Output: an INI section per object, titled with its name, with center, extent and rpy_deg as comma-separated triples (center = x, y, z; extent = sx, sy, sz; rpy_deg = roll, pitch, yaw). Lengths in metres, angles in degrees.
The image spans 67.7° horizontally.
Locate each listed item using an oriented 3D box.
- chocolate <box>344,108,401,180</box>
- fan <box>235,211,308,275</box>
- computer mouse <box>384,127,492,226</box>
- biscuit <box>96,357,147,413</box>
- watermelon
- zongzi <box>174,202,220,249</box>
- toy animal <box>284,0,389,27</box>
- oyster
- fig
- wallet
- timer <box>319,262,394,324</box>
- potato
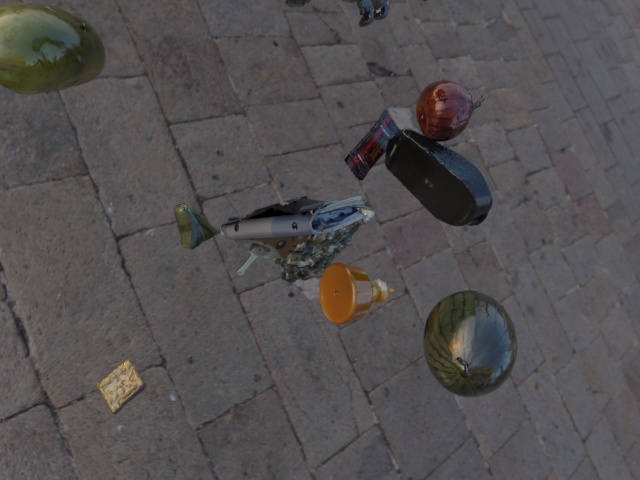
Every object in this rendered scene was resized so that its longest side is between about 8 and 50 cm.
[chocolate]
center = 0.130, -0.236, 1.183
extent = 0.182, 0.028, 0.086
rpy_deg = -52, 122, -10
[fan]
center = -0.139, 0.019, 1.080
extent = 0.152, 0.226, 0.008
rpy_deg = 21, 45, -27
[computer mouse]
center = 0.286, -0.155, 1.140
extent = 0.295, 0.168, 0.087
rpy_deg = 44, 66, 9
[biscuit]
center = -0.402, 0.294, 0.965
extent = 0.083, 0.018, 0.081
rpy_deg = -41, 64, -13
[watermelon]
center = 0.125, 0.086, 0.403
extent = 0.078, 0.078, 0.111
rpy_deg = 50, 25, -8
[zongzi]
center = -0.271, -0.046, 1.074
extent = 0.113, 0.052, 0.104
rpy_deg = -32, 125, -48
[toy animal]
center = 0.061, -0.448, 0.789
extent = 0.342, 0.106, 0.169
rpy_deg = -12, 108, -17
[oyster]
center = 0.005, -0.004, 1.283
extent = 0.158, 0.351, 0.162
rpy_deg = 52, 32, -2
[fig]
center = 0.269, -0.270, 1.014
extent = 0.150, 0.128, 0.129
rpy_deg = 10, 67, -36
[wallet]
center = -0.047, -0.040, 0.834
extent = 0.170, 0.230, 0.070
rpy_deg = -14, 98, -49
[timer]
center = 0.094, 0.114, 1.056
extent = 0.152, 0.132, 0.132
rpy_deg = 1, 72, -34
[potato]
center = -0.497, -0.369, 0.906
extent = 0.272, 0.111, 0.160
rpy_deg = -58, 145, -63
